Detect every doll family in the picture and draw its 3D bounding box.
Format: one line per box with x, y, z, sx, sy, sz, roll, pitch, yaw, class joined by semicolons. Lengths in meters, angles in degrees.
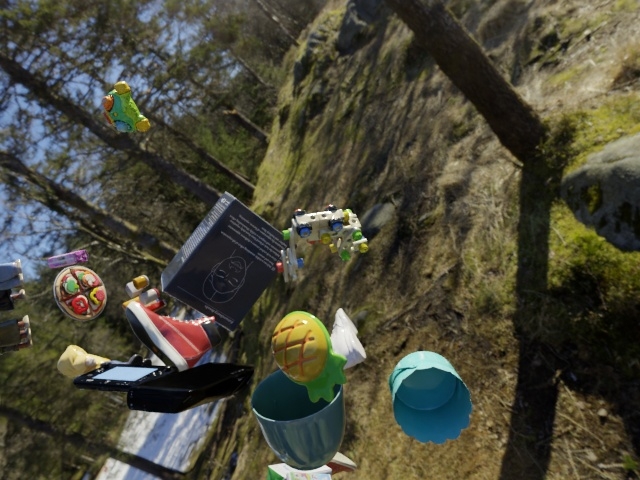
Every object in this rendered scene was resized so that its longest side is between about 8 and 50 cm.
-0.460;0.099;0.548;0.076;0.111;0.192;25;116;49;doll family

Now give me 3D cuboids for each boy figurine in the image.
-0.649;0.375;1.224;0.285;0.177;0.092;3;62;19;boy figurine

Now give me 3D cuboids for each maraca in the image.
-0.024;0.217;0.780;0.186;0.099;0.127;42;106;35;maraca

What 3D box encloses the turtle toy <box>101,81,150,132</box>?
-0.387;-0.250;0.802;0.066;0.095;0.130;-31;24;-16;turtle toy

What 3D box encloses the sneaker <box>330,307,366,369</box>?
0.048;0.254;1.060;0.094;0.080;0.212;-36;18;8;sneaker

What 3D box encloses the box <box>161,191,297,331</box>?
-0.334;0.073;1.499;0.395;0.293;0.212;-53;25;-4;box

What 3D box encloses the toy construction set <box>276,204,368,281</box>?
0.000;0.000;1.313;0.151;0.328;0.215;54;155;33;toy construction set

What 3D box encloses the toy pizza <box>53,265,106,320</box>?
-0.839;0.183;1.451;0.032;0.201;0.201;-21;31;19;toy pizza

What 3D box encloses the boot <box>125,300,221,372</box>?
-0.398;0.231;1.135;0.176;0.244;0.088;-40;-10;-43;boot

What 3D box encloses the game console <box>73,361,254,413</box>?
-0.319;0.267;0.779;0.361;0.213;0.043;-5;84;21;game console

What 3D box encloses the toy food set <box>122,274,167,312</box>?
-0.599;0.194;1.424;0.104;0.111;0.232;-29;-16;-46;toy food set

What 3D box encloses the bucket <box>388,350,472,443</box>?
0.377;0.539;1.445;0.281;0.281;0.183;-53;0;9;bucket

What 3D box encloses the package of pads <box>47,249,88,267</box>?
-0.653;0.049;1.063;0.083;0.032;0.050;-12;6;13;package of pads

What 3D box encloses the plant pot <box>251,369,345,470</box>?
-0.052;0.574;1.315;0.293;0.235;0.293;-11;16;3;plant pot

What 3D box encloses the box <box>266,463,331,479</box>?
-0.089;1.010;1.580;0.127;0.231;0.261;-6;76;53;box

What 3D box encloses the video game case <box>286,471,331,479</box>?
-0.016;0.927;1.442;0.023;0.193;0.212;-54;33;20;video game case

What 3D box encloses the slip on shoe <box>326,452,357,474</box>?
0.032;1.009;1.849;0.123;0.331;0.101;7;72;52;slip on shoe
